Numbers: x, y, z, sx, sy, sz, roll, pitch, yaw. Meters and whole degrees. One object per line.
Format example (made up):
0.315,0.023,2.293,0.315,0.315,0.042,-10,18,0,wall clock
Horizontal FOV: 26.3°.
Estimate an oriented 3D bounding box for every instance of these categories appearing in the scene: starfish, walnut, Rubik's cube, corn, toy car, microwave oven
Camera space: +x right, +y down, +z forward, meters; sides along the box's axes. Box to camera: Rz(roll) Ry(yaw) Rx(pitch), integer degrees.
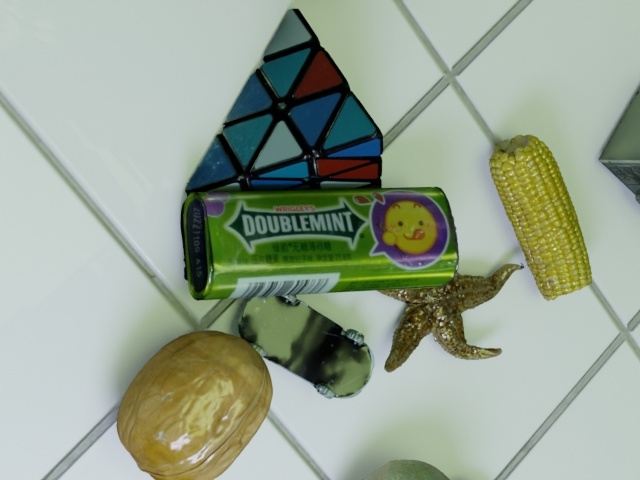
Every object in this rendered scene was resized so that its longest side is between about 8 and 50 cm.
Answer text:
0.164,0.076,1.867,0.277,0.062,0.236,-33,107,-25,starfish
-0.151,0.200,1.649,0.165,0.165,0.197,40,75,-26,walnut
0.039,-0.108,1.732,0.234,0.250,0.284,41,69,-45,Rubik's cube
0.313,-0.032,1.923,0.093,0.093,0.244,-33,111,-23,corn
-0.020,0.134,1.771,0.205,0.056,0.095,33,78,-25,toy car
0.556,-0.106,2.021,0.240,0.145,0.194,38,79,-26,microwave oven

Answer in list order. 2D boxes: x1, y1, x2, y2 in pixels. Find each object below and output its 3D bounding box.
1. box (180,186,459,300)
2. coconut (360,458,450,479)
0.000,0.000,1.721,0.345,0.097,0.134,-1,71,-23,box
0.116,0.378,1.793,0.194,0.194,0.194,-3,96,-29,coconut
